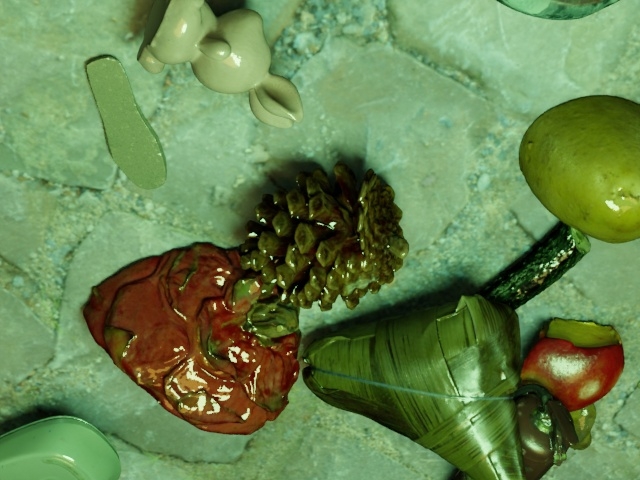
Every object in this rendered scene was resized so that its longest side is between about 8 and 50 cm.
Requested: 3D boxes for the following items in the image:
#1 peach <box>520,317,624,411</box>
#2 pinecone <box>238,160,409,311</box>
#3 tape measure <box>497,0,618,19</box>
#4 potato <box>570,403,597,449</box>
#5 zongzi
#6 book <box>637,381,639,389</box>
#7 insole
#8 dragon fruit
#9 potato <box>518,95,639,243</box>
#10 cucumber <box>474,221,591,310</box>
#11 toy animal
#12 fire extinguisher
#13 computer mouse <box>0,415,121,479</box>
[{"bbox_3d":[0.342,0.174,2.056,0.118,0.151,0.151,37,125,25],"label":"peach"},{"bbox_3d":[-0.001,0.001,1.868,0.212,0.169,0.186,-15,126,6],"label":"pinecone"},{"bbox_3d":[0.262,-0.376,1.633,0.275,0.147,0.256,-36,120,-3],"label":"tape measure"},{"bbox_3d":[0.364,0.262,2.150,0.046,0.045,0.092,-25,134,-32],"label":"potato"},{"bbox_3d":[0.134,0.241,1.964,0.286,0.138,0.300,-16,80,23],"label":"zongzi"},{"bbox_3d":[0.592,0.205,2.146,0.241,0.018,0.170,31,116,-22],"label":"book"},{"bbox_3d":[-0.237,-0.140,1.847,0.063,0.010,0.192,-15,123,5],"label":"insole"},{"bbox_3d":[-0.130,0.131,1.957,0.317,0.152,0.205,28,116,-22],"label":"dragon fruit"},{"bbox_3d":[0.355,-0.069,1.864,0.203,0.158,0.178,38,112,-22],"label":"potato"},{"bbox_3d":[0.262,0.055,1.998,0.214,0.052,0.058,-40,89,21],"label":"cucumber"},{"bbox_3d":[-0.100,-0.217,1.752,0.212,0.124,0.124,28,117,-22],"label":"toy animal"},{"bbox_3d":[0.262,0.305,2.052,0.105,0.141,0.341,-6,150,-21],"label":"fire extinguisher"},{"bbox_3d":[-0.409,0.325,2.098,0.288,0.097,0.159,-23,125,24],"label":"computer mouse"}]
